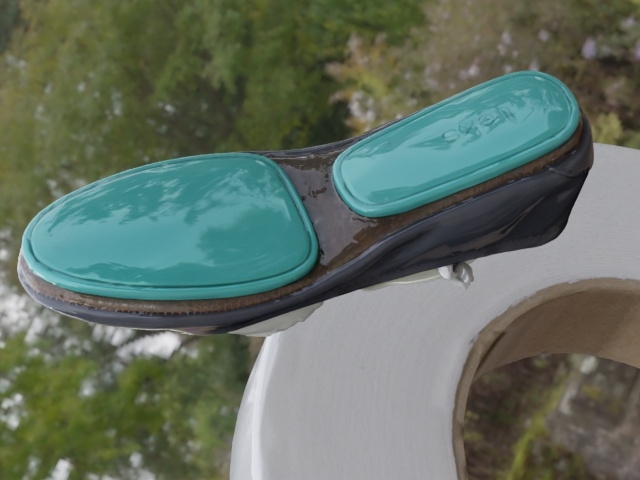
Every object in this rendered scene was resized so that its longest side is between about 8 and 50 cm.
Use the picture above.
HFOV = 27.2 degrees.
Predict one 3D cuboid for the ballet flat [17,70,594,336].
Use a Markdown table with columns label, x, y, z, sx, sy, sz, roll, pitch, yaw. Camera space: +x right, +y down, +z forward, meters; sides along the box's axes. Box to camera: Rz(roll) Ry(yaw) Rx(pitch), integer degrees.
| label | x | y | z | sx | sy | sz | roll | pitch | yaw |
| --- | --- | --- | --- | --- | --- | --- | --- | --- | --- |
| ballet flat | 0.000 | 0.000 | 0.463 | 0.074 | 0.203 | 0.074 | 163 | 90 | -82 |

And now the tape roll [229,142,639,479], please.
| label | x | y | z | sx | sy | sz | roll | pitch | yaw |
| --- | --- | --- | --- | --- | --- | --- | --- | --- | --- |
| tape roll | 0.150 | 0.122 | 0.633 | 0.072 | 0.392 | 0.392 | 112 | -175 | -53 |
